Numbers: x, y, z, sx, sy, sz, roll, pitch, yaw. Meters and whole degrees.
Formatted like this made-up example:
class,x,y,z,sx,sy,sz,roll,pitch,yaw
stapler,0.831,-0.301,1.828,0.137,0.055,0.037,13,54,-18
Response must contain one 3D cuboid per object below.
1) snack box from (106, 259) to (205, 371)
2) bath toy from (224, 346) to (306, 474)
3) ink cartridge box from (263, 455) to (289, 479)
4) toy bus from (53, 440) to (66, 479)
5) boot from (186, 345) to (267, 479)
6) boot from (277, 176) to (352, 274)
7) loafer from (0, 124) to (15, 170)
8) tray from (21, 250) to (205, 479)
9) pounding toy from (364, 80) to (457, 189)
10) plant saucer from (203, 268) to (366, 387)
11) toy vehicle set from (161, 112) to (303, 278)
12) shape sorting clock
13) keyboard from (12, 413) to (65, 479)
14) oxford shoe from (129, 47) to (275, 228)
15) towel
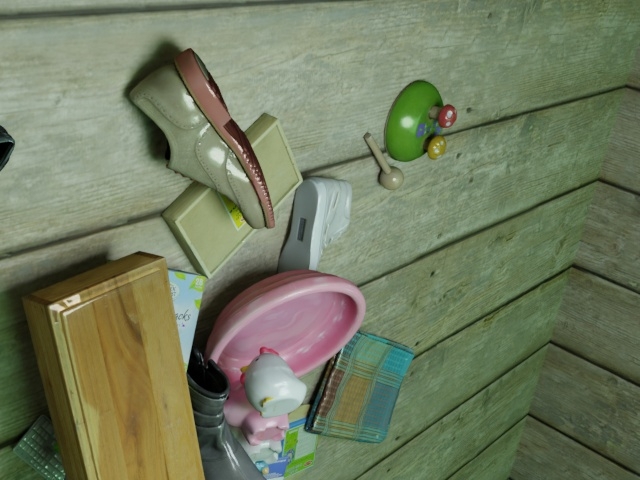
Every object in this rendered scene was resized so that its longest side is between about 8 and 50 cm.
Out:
class,x,y,z,sx,sy,sz,roll,pitch,yaw
snack box,-0.287,0.145,1.388,0.174,0.070,0.207,12,87,-56
bath toy,-0.133,0.325,1.597,0.151,0.129,0.348,-1,141,-23
ink cartridge box,-0.192,0.599,1.841,0.186,0.065,0.311,5,111,-41
toy bus,-0.367,0.331,1.397,0.191,0.104,0.202,42,40,-37
boot,-0.180,0.342,1.467,0.118,0.338,0.222,-23,133,-43
boot,0.000,0.000,1.686,0.123,0.095,0.258,-4,114,-45
loafer,-0.465,-0.058,1.034,0.223,0.078,0.076,-52,145,-16
tray,-0.297,0.244,1.278,0.203,0.076,0.411,-25,115,-44
pounding toy,0.219,-0.224,1.818,0.237,0.110,0.183,-49,144,-21
plant saucer,-0.076,0.166,1.620,0.332,0.084,0.332,-22,147,-15
toy vehicle set,-0.147,-0.078,1.490,0.267,0.035,0.166,-48,144,-22
shape sorting clock,-0.064,0.480,1.977,0.206,0.040,0.206,-24,120,-51
keyboard,-0.433,0.381,1.437,0.072,0.014,0.256,-48,144,-21
oxford shoe,-0.178,-0.137,1.343,0.130,0.123,0.348,-27,128,2
towel,0.109,0.369,2.111,0.370,0.040,0.271,27,81,-56
